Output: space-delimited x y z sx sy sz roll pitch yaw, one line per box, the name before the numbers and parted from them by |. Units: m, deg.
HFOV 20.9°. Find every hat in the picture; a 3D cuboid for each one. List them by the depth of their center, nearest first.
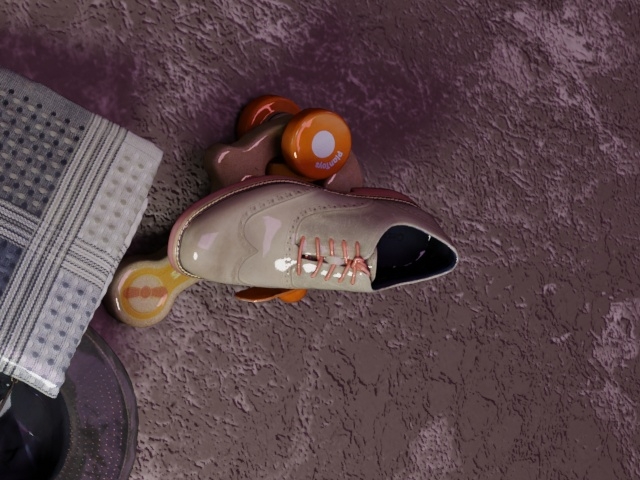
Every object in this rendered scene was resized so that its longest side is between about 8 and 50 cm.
hat | -0.366 0.202 1.814 0.331 0.134 0.331 8 71 -25

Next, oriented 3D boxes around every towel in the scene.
towel | -0.350 -0.037 1.813 0.312 0.056 0.324 28 59 -11

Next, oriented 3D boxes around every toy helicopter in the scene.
toy helicopter | -0.096 0.001 2.042 0.355 0.140 0.235 -34 117 -21

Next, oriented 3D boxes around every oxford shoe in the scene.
oxford shoe | 0.000 0.000 1.939 0.348 0.130 0.123 -6 113 -32
